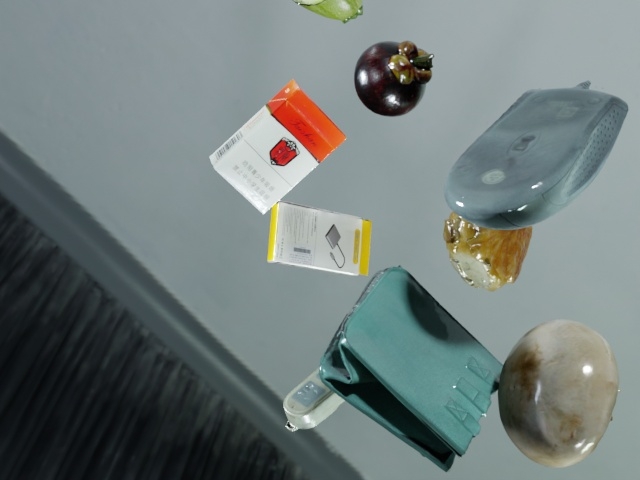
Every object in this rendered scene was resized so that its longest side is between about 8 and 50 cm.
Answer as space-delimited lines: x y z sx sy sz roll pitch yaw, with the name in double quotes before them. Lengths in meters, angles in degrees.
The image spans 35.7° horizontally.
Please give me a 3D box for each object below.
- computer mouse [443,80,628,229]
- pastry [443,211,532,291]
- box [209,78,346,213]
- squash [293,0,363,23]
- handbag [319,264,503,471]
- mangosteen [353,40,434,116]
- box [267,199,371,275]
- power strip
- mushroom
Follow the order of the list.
"computer mouse" 0.335 -0.124 1.533 0.188 0.371 0.121 14 138 40
"pastry" 0.334 -0.009 1.979 0.100 0.229 0.218 9 91 41
"box" -0.056 -0.121 1.297 0.152 0.048 0.100 -43 121 6
"squash" 0.028 -0.346 1.417 0.105 0.105 0.132 -17 151 26
"handbag" 0.142 0.201 1.570 0.274 0.268 0.100 40 125 -2
"mangosteen" 0.121 -0.261 1.561 0.140 0.140 0.140 7 130 8
"box" 0.000 0.000 2.081 0.247 0.129 0.033 12 168 -36
"power strip" 0.044 0.238 1.783 0.080 0.286 0.048 29 149 47
"mushroom" 0.371 0.231 1.513 0.178 0.226 0.226 8 132 -11
